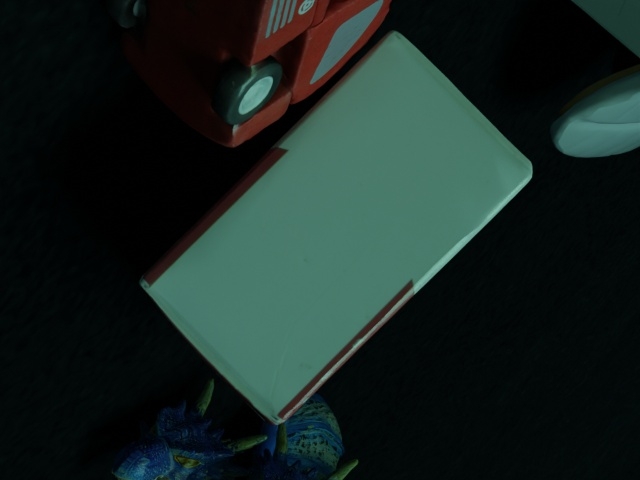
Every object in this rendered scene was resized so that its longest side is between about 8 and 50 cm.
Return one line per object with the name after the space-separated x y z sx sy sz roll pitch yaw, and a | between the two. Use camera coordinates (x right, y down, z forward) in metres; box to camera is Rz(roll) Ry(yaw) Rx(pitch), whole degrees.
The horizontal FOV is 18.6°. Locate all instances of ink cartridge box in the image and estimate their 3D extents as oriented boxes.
0.000 0.000 0.576 0.099 0.056 0.135 -45 180 -6 | ink cartridge box

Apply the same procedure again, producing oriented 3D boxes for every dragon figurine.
-0.007 0.120 0.808 0.144 0.085 0.289 -52 158 17 | dragon figurine

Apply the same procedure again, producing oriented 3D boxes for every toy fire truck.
0.020 -0.118 0.459 0.135 0.047 0.192 -37 159 -30 | toy fire truck

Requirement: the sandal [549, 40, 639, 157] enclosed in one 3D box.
0.188 -0.106 0.777 0.265 0.076 0.102 -23 175 -26 | sandal

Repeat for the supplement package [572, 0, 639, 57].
0.205 -0.087 0.600 0.134 0.244 0.139 -33 156 -33 | supplement package
